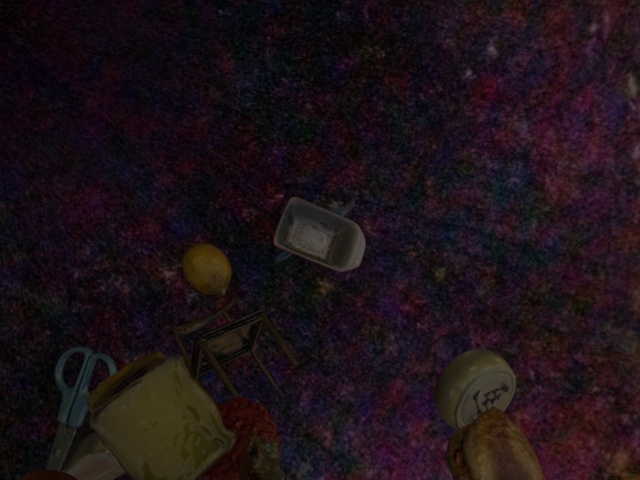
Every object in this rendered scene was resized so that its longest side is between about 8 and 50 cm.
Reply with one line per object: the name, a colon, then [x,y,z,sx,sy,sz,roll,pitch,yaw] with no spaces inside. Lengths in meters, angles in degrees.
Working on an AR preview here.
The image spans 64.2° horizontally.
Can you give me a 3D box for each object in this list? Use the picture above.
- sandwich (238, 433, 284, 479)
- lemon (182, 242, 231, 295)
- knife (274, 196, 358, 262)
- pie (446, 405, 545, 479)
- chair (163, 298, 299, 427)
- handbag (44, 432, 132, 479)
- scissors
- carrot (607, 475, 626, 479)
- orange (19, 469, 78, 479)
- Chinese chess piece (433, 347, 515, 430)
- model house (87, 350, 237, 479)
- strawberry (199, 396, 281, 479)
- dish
sandwich: [-0.075,0.407,0.666,0.063,0.245,0.212,2,113,-17]
lemon: [-0.206,0.054,0.936,0.082,0.110,0.082,-38,166,-11]
knife: [-0.012,-0.030,1.429,0.297,0.026,0.044,-36,165,-10]
pie: [0.291,0.368,0.810,0.205,0.178,0.084,-16,155,-50]
chair: [-0.204,0.235,1.124,0.188,0.272,0.166,-21,147,-37]
handbag: [-0.608,0.635,1.406,0.256,0.079,0.219,-33,126,15]
scissors: [-0.661,0.505,1.318,0.029,0.193,0.446,42,60,-67]
carrot: [0.602,0.555,0.947,0.043,0.043,0.247,-20,83,-31]
orange: [-0.590,0.600,1.057,0.183,0.249,0.248,-10,120,-10]
Chinese chess piece: [0.451,0.438,1.487,0.250,0.101,0.250,-12,117,-25]
model house: [-0.280,0.301,0.886,0.175,0.234,0.193,-37,100,-19]
strawberry: [-0.258,0.621,1.570,0.292,0.291,0.310,-20,159,-32]
dish: [0.000,0.000,1.318,0.234,0.064,0.154,22,62,-5]
